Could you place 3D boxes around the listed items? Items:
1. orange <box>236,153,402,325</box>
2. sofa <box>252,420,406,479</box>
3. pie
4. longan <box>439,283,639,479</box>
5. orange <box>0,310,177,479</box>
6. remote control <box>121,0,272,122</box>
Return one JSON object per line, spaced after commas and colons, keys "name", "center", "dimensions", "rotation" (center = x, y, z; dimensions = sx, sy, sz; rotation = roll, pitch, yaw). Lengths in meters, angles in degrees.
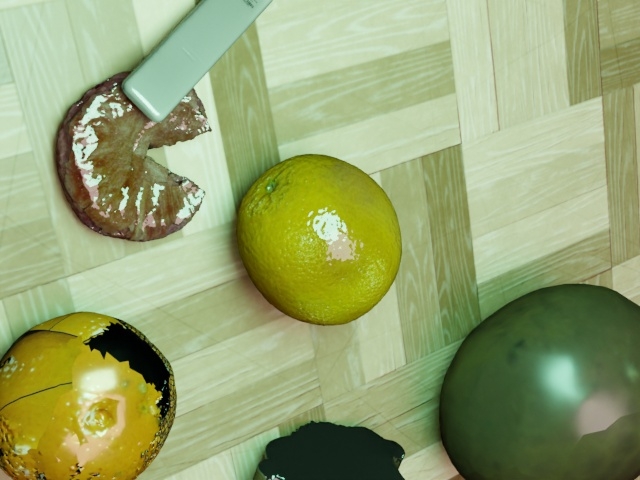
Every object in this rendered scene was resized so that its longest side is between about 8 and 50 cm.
{"name": "orange", "center": [0.000, 0.000, 1.247], "dimensions": [0.236, 0.236, 0.236], "rotation": [-9, 106, -32]}
{"name": "sofa", "center": [0.004, 0.409, 1.407], "dimensions": [0.258, 0.182, 0.200], "rotation": [-1, 120, -33]}
{"name": "pie", "center": [-0.228, -0.103, 1.166], "dimensions": [0.204, 0.054, 0.218], "rotation": [-15, 109, -31]}
{"name": "longan", "center": [0.388, 0.252, 1.501], "dimensions": [0.404, 0.336, 0.404], "rotation": [-27, 152, -16]}
{"name": "orange", "center": [-0.291, 0.202, 1.131], "dimensions": [0.234, 0.182, 0.234], "rotation": [-2, 96, -22]}
{"name": "remote control", "center": [-0.151, -0.255, 1.169], "dimensions": [0.067, 0.029, 0.261], "rotation": [46, 63, -19]}
